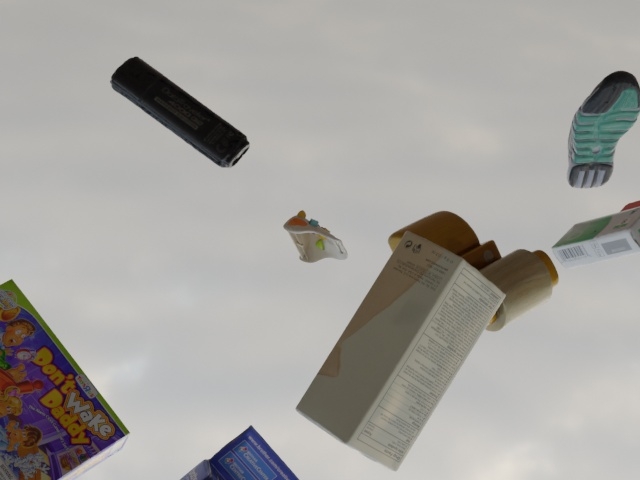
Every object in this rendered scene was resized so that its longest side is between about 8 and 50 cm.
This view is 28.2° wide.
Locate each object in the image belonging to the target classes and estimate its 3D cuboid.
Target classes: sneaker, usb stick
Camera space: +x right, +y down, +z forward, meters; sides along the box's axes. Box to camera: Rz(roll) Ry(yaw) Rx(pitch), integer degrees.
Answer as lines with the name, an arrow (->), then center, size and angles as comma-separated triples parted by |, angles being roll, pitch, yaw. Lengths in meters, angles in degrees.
sneaker -> 0.370, -0.170, 1.725 | 0.083, 0.224, 0.098 | 0, -125, -6
usb stick -> -0.245, -0.223, 2.199 | 0.278, 0.045, 0.077 | 36, -112, 15

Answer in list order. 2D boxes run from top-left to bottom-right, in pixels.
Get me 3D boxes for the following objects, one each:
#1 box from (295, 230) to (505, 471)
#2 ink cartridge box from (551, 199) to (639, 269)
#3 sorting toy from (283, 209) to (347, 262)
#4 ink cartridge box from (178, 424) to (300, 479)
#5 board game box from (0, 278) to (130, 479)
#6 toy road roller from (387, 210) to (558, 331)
box -> 0.117, 0.162, 1.845 | 0.121, 0.311, 0.148 | 29, 173, 43
ink cartridge box -> 0.530, -0.042, 2.201 | 0.224, 0.056, 0.181 | -43, -166, -34
sorting toy -> 0.000, 0.000, 1.719 | 0.075, 0.083, 0.045 | 22, -113, 28
ink cartridge box -> -0.122, 0.334, 1.137 | 0.311, 0.186, 0.065 | -40, -169, -5
board game box -> -0.518, 0.261, 2.127 | 0.233, 0.078, 0.347 | -32, -105, -35
toy road roller -> 0.267, 0.058, 2.443 | 0.202, 0.241, 0.329 | -26, -179, -31
